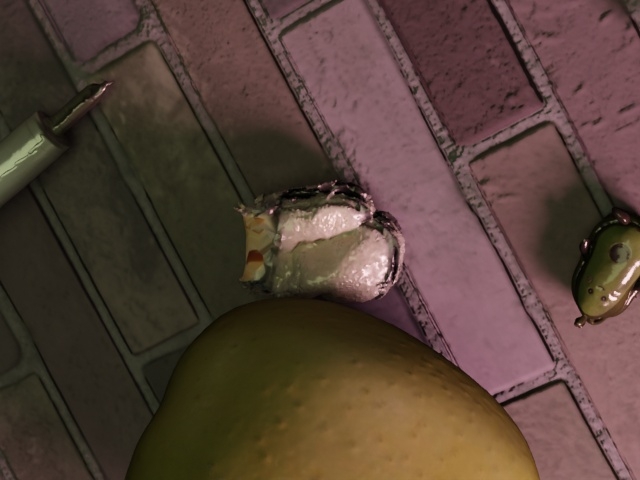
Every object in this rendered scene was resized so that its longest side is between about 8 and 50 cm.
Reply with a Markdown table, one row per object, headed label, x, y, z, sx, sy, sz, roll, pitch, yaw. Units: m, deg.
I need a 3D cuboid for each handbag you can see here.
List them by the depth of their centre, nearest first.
| label | x | y | z | sx | sy | sz | roll | pitch | yaw |
| --- | --- | --- | --- | --- | --- | --- | --- | --- | --- |
| handbag | 0.254 | 0.027 | 1.174 | 0.072 | 0.047 | 0.111 | 28 | 107 | 12 |

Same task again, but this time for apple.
| label | x | y | z | sx | sy | sz | roll | pitch | yaw |
| --- | --- | --- | --- | --- | --- | --- | --- | --- | --- |
| apple | 0.002 | 0.230 | 1.155 | 0.357 | 0.357 | 0.357 | 4 | 103 | 18 |

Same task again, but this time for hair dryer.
| label | x | y | z | sx | sy | sz | roll | pitch | yaw |
| --- | --- | --- | --- | --- | --- | --- | --- | --- | --- |
| hair dryer | -0.340 | -0.046 | 1.316 | 0.357 | 0.173 | 0.107 | -41 | 89 | 9 |

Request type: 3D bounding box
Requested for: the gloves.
| label | x | y | z | sx | sy | sz | roll | pitch | yaw |
| --- | --- | --- | --- | --- | --- | --- | --- | --- | --- |
| gloves | 0.001 | 0.001 | 1.243 | 0.153 | 0.070 | 0.114 | 0 | 94 | 12 |
